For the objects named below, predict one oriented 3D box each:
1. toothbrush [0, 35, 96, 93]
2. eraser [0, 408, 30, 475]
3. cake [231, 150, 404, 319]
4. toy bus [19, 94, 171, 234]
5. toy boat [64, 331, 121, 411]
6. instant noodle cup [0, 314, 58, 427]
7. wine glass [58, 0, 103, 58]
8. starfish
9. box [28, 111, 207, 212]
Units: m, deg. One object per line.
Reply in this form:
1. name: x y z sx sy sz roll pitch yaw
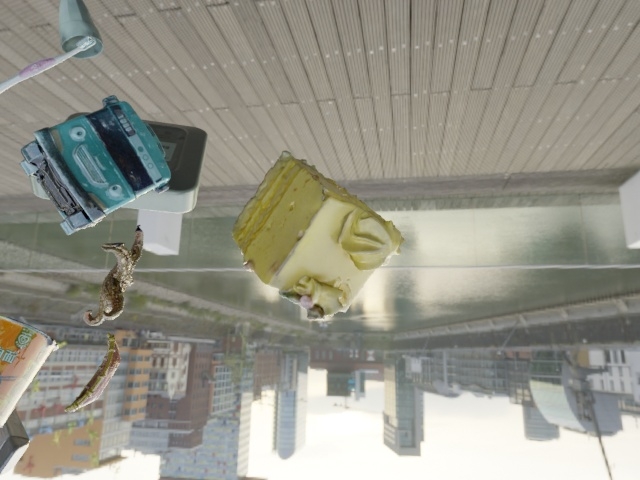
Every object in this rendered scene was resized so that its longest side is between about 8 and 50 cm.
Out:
1. toothbrush: -0.423 -0.252 0.690 0.204 0.017 0.022 -26 178 5
2. eraser: -0.875 0.524 1.279 0.352 0.089 0.061 15 158 46
3. cake: 0.000 0.000 0.894 0.223 0.227 0.286 25 -166 -36
4. toy bus: -0.311 -0.096 0.645 0.147 0.128 0.256 -37 -162 -28
5. toy boat: -0.873 0.527 1.829 0.099 0.317 0.141 33 153 -22
6. instant noodle cup: -0.685 0.259 0.934 0.231 0.182 0.230 7 146 5
7. wine glass: -0.455 -0.426 0.866 0.074 0.154 0.073 -14 172 -2
8. starfish: -0.624 0.115 1.420 0.113 0.311 0.303 19 130 -16
9. box: -0.487 -0.215 1.187 0.368 0.373 0.090 6 127 -13
